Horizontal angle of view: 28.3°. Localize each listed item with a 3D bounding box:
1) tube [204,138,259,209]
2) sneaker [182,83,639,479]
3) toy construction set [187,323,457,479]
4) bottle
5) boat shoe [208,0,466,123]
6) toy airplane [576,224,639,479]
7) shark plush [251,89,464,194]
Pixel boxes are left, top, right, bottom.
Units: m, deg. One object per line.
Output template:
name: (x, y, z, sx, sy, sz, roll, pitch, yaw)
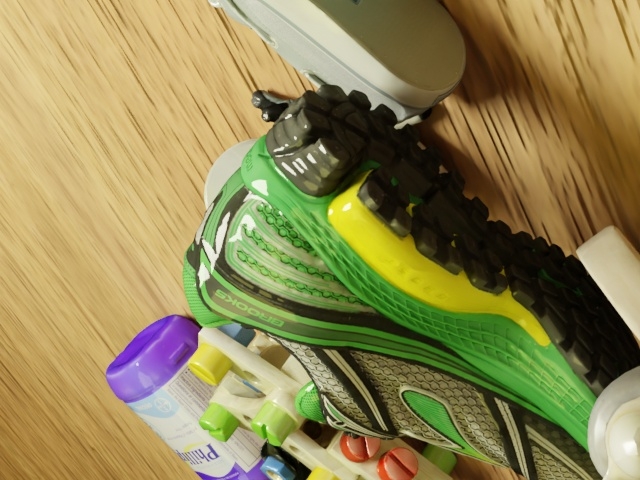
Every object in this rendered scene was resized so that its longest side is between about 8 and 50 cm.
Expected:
tube: (0.000, 0.000, 0.830, 0.240, 0.062, 0.070, 39, -150, -63)
sneaker: (0.074, 0.061, 0.714, 0.343, 0.134, 0.146, 38, 118, -21)
toy construction set: (0.034, 0.172, 1.007, 0.327, 0.151, 0.215, 51, 155, 5)
bottle: (-0.079, 0.198, 1.228, 0.283, 0.092, 0.118, 48, 151, -12)
boat shoe: (-0.027, -0.142, 0.685, 0.227, 0.079, 0.081, 40, 148, -5)
toy airplane: (0.264, 0.203, 0.555, 0.386, 0.272, 0.384, 44, 165, 56)
shark plush: (0.014, -0.054, 0.795, 0.161, 0.073, 0.067, 14, 173, 33)
